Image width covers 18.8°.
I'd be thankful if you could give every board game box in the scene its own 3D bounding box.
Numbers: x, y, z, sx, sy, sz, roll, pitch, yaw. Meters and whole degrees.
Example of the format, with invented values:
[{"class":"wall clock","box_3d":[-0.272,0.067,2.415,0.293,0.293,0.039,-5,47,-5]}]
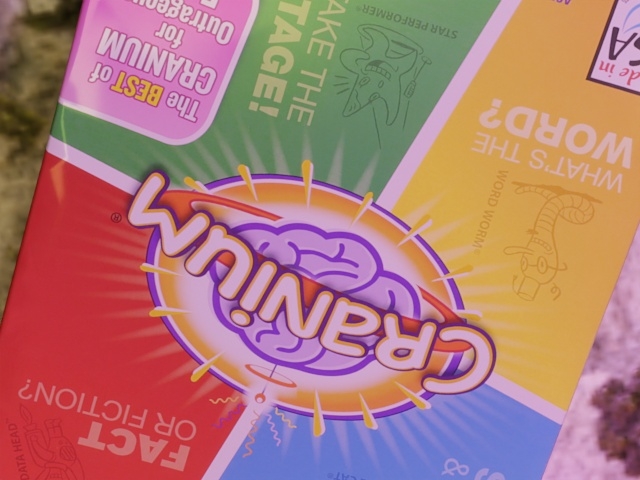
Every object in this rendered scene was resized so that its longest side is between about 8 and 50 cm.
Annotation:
[{"class":"board game box","box_3d":[0.000,0.000,0.811,0.242,0.064,0.316,15,111,-5]}]
